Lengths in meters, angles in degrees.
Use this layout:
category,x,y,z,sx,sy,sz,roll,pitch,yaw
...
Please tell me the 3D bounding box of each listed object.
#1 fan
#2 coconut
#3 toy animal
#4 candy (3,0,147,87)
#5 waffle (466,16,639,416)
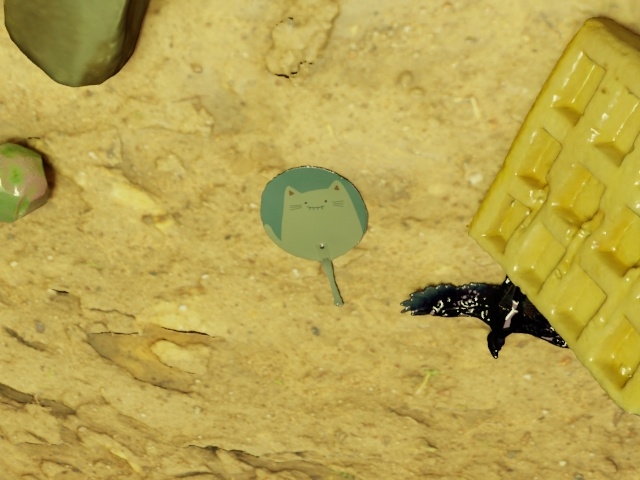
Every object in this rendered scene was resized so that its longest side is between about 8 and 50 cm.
category,x,y,z,sx,sy,sz,roll,pitch,yaw
fan,0.000,0.000,0.768,0.113,0.005,0.175,-7,121,16
coconut,-0.323,-0.061,0.755,0.083,0.081,0.082,6,112,22
toy animal,0.193,0.075,0.753,0.220,0.062,0.108,10,142,4
candy,-0.187,-0.235,0.587,0.104,0.102,0.234,25,130,-6
waffle,0.236,-0.022,0.572,0.055,0.248,0.221,-3,132,-30
